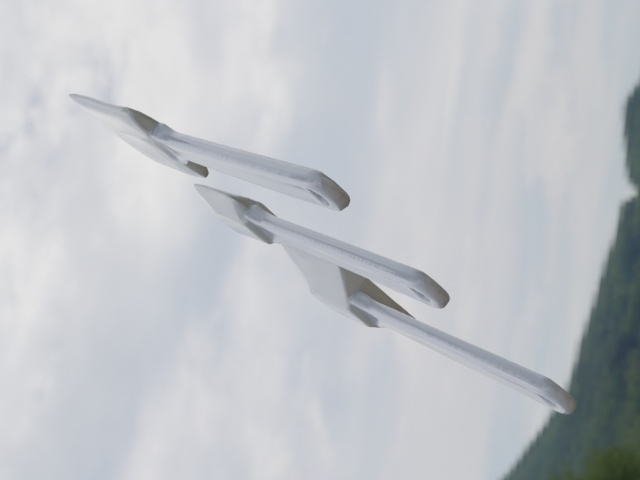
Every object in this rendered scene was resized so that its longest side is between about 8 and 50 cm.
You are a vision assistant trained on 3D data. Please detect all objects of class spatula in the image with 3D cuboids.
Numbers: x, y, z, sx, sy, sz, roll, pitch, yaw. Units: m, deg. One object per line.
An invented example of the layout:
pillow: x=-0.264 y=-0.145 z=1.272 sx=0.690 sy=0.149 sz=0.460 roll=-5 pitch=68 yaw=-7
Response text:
spatula: x=0.000 y=0.000 z=0.662 sx=0.168 sy=0.242 sz=0.019 roll=42 pitch=-100 yaw=-25
